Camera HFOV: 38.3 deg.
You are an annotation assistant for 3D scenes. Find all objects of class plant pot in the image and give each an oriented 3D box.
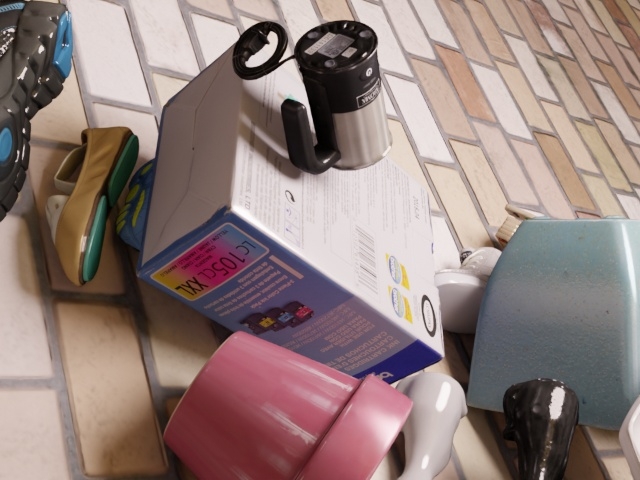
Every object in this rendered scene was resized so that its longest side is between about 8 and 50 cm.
[{"bbox_3d":[0.360,0.094,1.202,0.247,0.248,0.252,1,90,-44],"label":"plant pot"},{"bbox_3d":[-0.039,0.187,0.871,0.180,0.201,0.201,34,35,9],"label":"plant pot"}]

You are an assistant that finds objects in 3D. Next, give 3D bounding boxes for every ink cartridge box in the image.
[{"bbox_3d":[0.000,0.000,1.061,0.395,0.151,0.270,34,39,-33],"label":"ink cartridge box"}]

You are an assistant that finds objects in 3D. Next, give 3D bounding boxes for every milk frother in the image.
[{"bbox_3d":[-0.008,-0.154,0.959,0.129,0.135,0.143,-29,49,-15],"label":"milk frother"}]

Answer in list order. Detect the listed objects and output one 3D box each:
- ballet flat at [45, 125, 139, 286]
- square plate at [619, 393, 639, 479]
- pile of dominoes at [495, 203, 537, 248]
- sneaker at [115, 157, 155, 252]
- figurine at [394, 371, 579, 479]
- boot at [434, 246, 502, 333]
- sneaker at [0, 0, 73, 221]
[{"bbox_3d":[-0.252,-0.040,0.979,0.073,0.080,0.232,9,41,-2],"label":"ballet flat"},{"bbox_3d":[0.454,0.259,1.065,0.347,0.049,0.344,-39,108,-44],"label":"square plate"},{"bbox_3d":[0.389,0.038,1.408,0.251,0.040,0.196,28,-9,36],"label":"pile of dominoes"},{"bbox_3d":[-0.178,-0.044,1.058,0.078,0.067,0.188,52,29,-29],"label":"sneaker"},{"bbox_3d":[0.170,0.251,1.022,0.209,0.215,0.092,-66,150,-48],"label":"figurine"},{"bbox_3d":[0.215,0.063,1.319,0.258,0.095,0.123,21,36,-42],"label":"boot"},{"bbox_3d":[-0.361,-0.125,0.929,0.139,0.125,0.341,10,46,-1],"label":"sneaker"}]
